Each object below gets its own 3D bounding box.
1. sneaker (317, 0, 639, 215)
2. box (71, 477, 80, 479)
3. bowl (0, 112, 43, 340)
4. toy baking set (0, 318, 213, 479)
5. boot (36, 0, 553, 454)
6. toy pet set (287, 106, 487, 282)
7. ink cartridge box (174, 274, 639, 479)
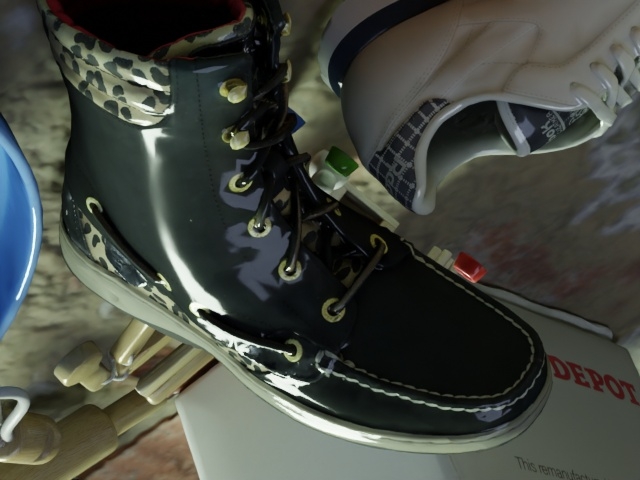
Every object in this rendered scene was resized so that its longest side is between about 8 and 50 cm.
[{"bbox_3d":[0.119,-0.093,0.813,0.235,0.094,0.090,-28,147,2],"label":"sneaker"},{"bbox_3d":[-0.201,0.203,1.097,0.175,0.051,0.220,-30,149,11],"label":"box"},{"bbox_3d":[-0.294,0.041,0.693,0.391,0.077,0.391,-29,158,-13],"label":"bowl"},{"bbox_3d":[-0.138,0.085,0.905,0.256,0.030,0.196,-33,163,-28],"label":"toy baking set"},{"bbox_3d":[-0.014,-0.014,0.754,0.085,0.236,0.178,-54,159,-32],"label":"boot"},{"bbox_3d":[0.000,0.000,0.868,0.065,0.122,0.114,-52,-170,-5],"label":"toy pet set"},{"bbox_3d":[0.115,0.231,1.020,0.166,0.395,0.285,-36,146,25],"label":"ink cartridge box"}]
